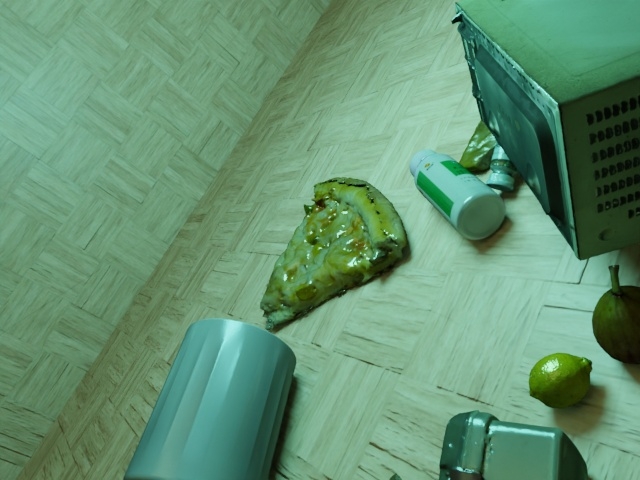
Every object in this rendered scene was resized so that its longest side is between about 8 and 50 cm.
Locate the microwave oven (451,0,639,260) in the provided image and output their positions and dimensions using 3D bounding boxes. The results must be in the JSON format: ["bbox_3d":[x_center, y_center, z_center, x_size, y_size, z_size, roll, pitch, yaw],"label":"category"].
[{"bbox_3d":[0.391,-0.206,0.676,0.333,0.247,0.394,-21,36,13],"label":"microwave oven"}]

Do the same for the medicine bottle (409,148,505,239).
[{"bbox_3d":[0.243,-0.099,0.982,0.095,0.095,0.260,-45,30,12],"label":"medicine bottle"}]

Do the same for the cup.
[{"bbox_3d":[-0.204,0.364,0.991,0.323,0.237,0.327,115,171,-52],"label":"cup"}]

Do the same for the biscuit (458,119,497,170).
[{"bbox_3d":[0.363,-0.209,0.993,0.183,0.039,0.174,2,57,58],"label":"biscuit"}]

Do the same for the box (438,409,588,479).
[{"bbox_3d":[0.196,0.297,0.540,0.129,0.148,0.210,-9,49,37],"label":"box"}]

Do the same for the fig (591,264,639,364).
[{"bbox_3d":[0.343,0.081,0.589,0.089,0.125,0.089,-33,30,23],"label":"fig"}]

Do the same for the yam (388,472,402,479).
[{"bbox_3d":[0.046,0.426,0.700,0.241,0.057,0.057,-55,28,-4],"label":"yam"}]

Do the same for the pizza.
[{"bbox_3d":[0.022,-0.024,1.239,0.435,0.080,0.392,-30,35,32],"label":"pizza"}]

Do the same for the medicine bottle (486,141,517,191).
[{"bbox_3d":[0.341,-0.184,0.927,0.051,0.051,0.191,9,83,59],"label":"medicine bottle"}]

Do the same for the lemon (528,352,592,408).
[{"bbox_3d":[0.290,0.168,0.633,0.083,0.062,0.062,-37,31,18],"label":"lemon"}]
